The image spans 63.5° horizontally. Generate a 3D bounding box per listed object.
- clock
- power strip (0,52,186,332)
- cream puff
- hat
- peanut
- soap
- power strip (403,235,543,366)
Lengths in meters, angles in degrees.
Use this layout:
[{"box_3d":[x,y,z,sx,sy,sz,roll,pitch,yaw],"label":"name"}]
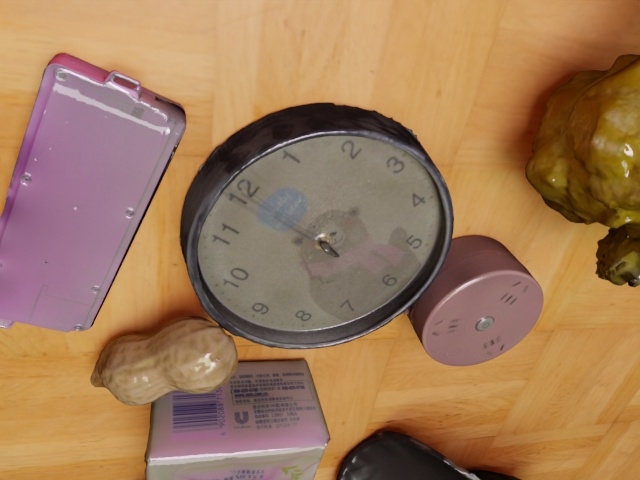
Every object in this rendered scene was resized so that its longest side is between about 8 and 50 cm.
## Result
[{"box_3d":[0.000,0.000,0.529,0.281,0.055,0.280,-8,127,-11],"label":"clock"},{"box_3d":[-0.218,-0.026,0.459,0.109,0.037,0.278,20,117,-27],"label":"power strip"},{"box_3d":[0.311,-0.039,0.448,0.282,0.282,0.185,20,97,-27],"label":"cream puff"},{"box_3d":[0.225,0.425,0.864,0.366,0.257,0.381,-34,92,28],"label":"hat"},{"box_3d":[-0.165,0.125,0.534,0.187,0.082,0.082,-19,130,22],"label":"peanut"},{"box_3d":[-0.108,0.254,0.627,0.200,0.138,0.182,2,123,-17],"label":"soap"},{"box_3d":[0.177,0.075,0.617,0.154,0.078,0.154,-8,127,-11],"label":"power strip"}]
